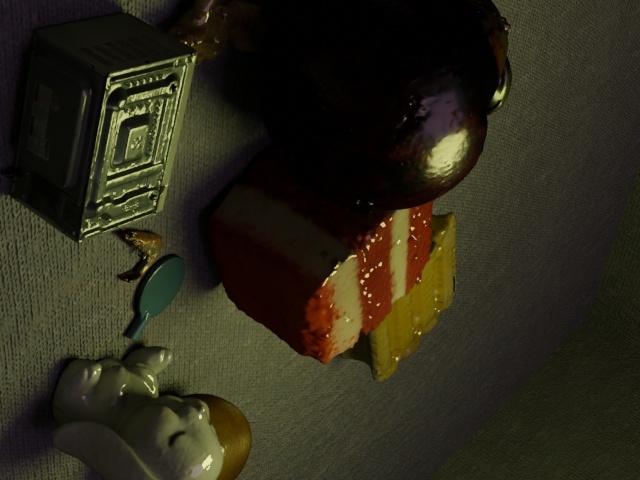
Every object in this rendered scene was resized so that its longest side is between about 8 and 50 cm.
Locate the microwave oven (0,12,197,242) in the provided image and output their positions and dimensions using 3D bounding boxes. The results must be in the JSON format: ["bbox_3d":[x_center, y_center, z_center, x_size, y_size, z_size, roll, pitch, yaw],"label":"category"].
[{"bbox_3d":[-0.279,-0.143,1.570,0.194,0.145,0.240,-29,143,-51],"label":"microwave oven"}]

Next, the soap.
[{"bbox_3d":[0.161,0.102,2.633,0.293,0.156,0.335,-50,154,-23],"label":"soap"}]

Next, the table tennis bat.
[{"bbox_3d":[-0.268,0.093,2.002,0.155,0.019,0.100,-61,155,2],"label":"table tennis bat"}]

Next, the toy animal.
[{"bbox_3d":[-0.269,0.308,1.956,0.272,0.265,0.206,-7,126,-61],"label":"toy animal"}]

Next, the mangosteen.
[{"bbox_3d":[0.094,-0.246,1.879,0.381,0.381,0.421,95,17,-44],"label":"mangosteen"}]

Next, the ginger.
[{"bbox_3d":[-0.145,-0.295,1.744,0.133,0.059,0.214,-64,158,-1],"label":"ginger"}]

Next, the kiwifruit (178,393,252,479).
[{"bbox_3d":[-0.228,0.366,2.185,0.234,0.196,0.196,-24,139,-56],"label":"kiwifruit"}]

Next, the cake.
[{"bbox_3d":[0.000,0.000,2.089,0.319,0.269,0.270,-43,150,-29],"label":"cake"}]

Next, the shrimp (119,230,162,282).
[{"bbox_3d":[-0.282,0.021,1.885,0.091,0.025,0.127,-55,158,-4],"label":"shrimp"}]
